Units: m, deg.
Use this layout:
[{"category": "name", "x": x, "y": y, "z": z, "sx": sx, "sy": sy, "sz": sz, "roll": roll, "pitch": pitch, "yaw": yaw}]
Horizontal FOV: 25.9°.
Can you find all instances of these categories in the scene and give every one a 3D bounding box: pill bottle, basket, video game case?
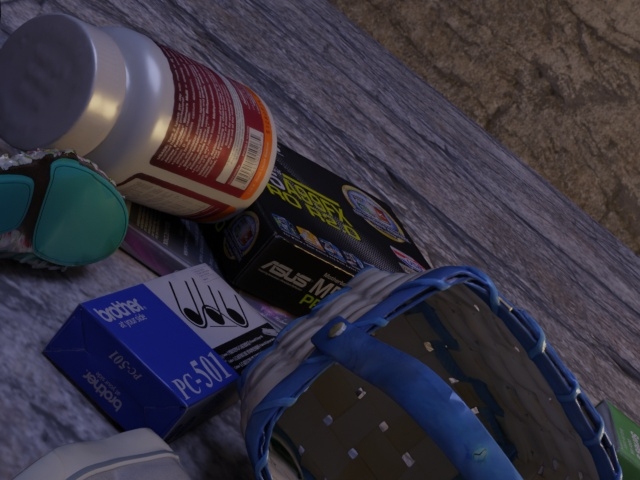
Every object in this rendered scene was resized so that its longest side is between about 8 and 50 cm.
[{"category": "pill bottle", "x": -0.138, "y": -0.091, "z": 1.052, "sx": 0.121, "sy": 0.121, "sz": 0.221, "roll": 51, "pitch": 16, "yaw": 29}, {"category": "basket", "x": 0.080, "y": 0.146, "z": 0.831, "sx": 0.255, "sy": 0.201, "sz": 0.289, "roll": 54, "pitch": -13, "yaw": -17}, {"category": "video game case", "x": -0.080, "y": 0.014, "z": 1.191, "sx": 0.274, "sy": 0.026, "sz": 0.196, "roll": 37, "pitch": 17, "yaw": -18}]

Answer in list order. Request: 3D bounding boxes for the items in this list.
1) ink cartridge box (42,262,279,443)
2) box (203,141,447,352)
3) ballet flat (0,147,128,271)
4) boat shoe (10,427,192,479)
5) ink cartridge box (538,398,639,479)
[{"category": "ink cartridge box", "x": -0.097, "y": 0.075, "z": 0.955, "sx": 0.097, "sy": 0.046, "sz": 0.207, "roll": 43, "pitch": 17, "yaw": 9}, {"category": "box", "x": 0.000, "y": 0.000, "z": 1.256, "sx": 0.270, "sy": 0.060, "sz": 0.216, "roll": 28, "pitch": 21, "yaw": -39}, {"category": "ballet flat", "x": -0.213, "y": -0.028, "z": 0.907, "sx": 0.077, "sy": 0.091, "sz": 0.241, "roll": 21, "pitch": 4, "yaw": 22}, {"category": "boat shoe", "x": -0.108, "y": 0.149, "z": 0.681, "sx": 0.081, "sy": 0.079, "sz": 0.227, "roll": 40, "pitch": 13, "yaw": 12}, {"category": "ink cartridge box", "x": 0.254, "y": 0.256, "z": 1.095, "sx": 0.212, "sy": 0.154, "sz": 0.093, "roll": 39, "pitch": 16, "yaw": -11}]
